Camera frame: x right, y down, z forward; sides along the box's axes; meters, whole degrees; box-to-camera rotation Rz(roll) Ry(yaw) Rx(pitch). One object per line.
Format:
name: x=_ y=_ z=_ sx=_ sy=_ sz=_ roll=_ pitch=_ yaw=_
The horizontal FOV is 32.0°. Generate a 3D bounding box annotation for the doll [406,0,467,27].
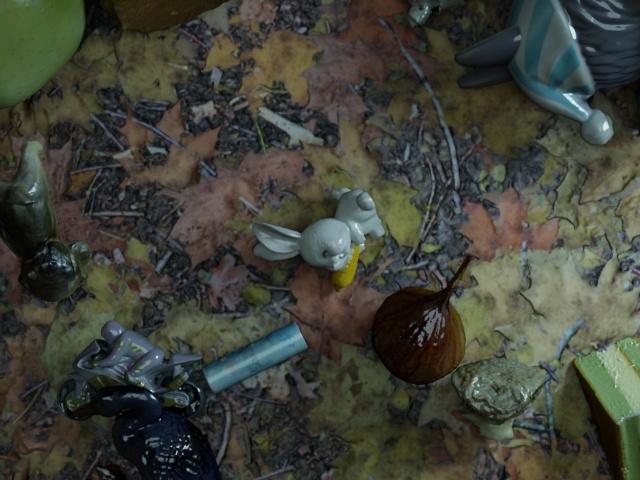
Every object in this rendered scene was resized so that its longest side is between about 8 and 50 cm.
doll: x=0.169 y=-0.420 z=1.682 sx=0.149 sy=0.095 sz=0.192 roll=-29 pitch=87 yaw=-5

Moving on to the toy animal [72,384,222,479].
toy animal: x=-0.234 y=0.335 z=1.611 sx=0.185 sy=0.122 sz=0.298 roll=-42 pitch=98 yaw=17

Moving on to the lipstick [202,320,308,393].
lipstick: x=-0.099 y=0.177 z=1.678 sx=0.157 sy=0.048 sz=0.048 roll=-26 pitch=90 yaw=-2

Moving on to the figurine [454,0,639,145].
figurine: x=0.397 y=-0.278 z=1.669 sx=0.377 sy=0.266 sz=0.361 roll=-12 pitch=118 yaw=28

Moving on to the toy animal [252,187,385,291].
toy animal: x=0.000 y=0.000 z=1.678 sx=0.181 sy=0.131 sz=0.127 roll=-35 pitch=58 yaw=-10

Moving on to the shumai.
shumai: x=0.263 y=0.243 z=1.661 sx=0.145 sy=0.145 sz=0.116 roll=3 pitch=107 yaw=-2

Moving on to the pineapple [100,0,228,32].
pineapple: x=-0.259 y=-0.499 z=1.621 sx=0.222 sy=0.223 sz=0.357 roll=-20 pitch=81 yaw=-3

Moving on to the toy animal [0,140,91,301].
toy animal: x=-0.416 y=-0.026 z=1.615 sx=0.121 sy=0.233 sz=0.169 roll=-23 pitch=49 yaw=-13

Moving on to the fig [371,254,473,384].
fig: x=0.166 y=0.114 z=1.614 sx=0.146 sy=0.201 sz=0.133 roll=47 pitch=45 yaw=8

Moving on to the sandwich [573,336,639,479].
sandwich: x=0.479 y=0.273 z=1.718 sx=0.117 sy=0.144 sz=0.187 roll=-19 pitch=125 yaw=-3

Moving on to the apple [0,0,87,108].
apple: x=-0.498 y=-0.356 z=1.541 sx=0.357 sy=0.357 sz=0.357 roll=0 pitch=89 yaw=-2

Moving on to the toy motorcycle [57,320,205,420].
toy motorcycle: x=-0.284 y=0.194 z=1.656 sx=0.225 sy=0.073 sz=0.152 roll=-1 pitch=96 yaw=5
